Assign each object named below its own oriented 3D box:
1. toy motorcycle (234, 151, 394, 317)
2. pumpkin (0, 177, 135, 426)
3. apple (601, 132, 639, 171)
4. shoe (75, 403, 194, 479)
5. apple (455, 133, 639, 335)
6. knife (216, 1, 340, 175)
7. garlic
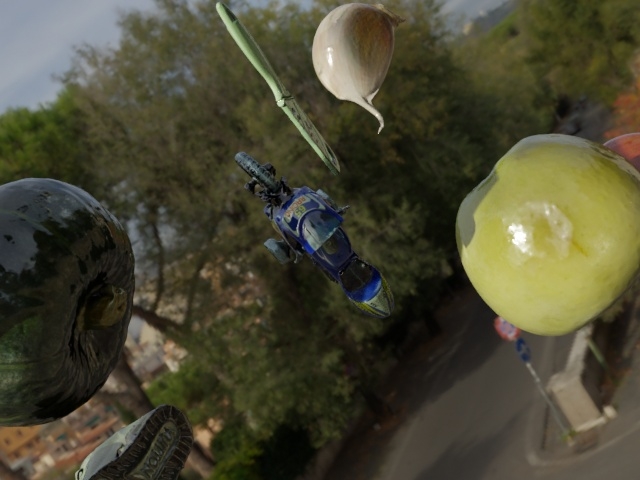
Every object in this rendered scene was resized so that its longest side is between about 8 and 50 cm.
[{"bbox_3d":[0.000,0.000,1.196,0.113,0.315,0.169,-46,42,-5],"label":"toy motorcycle"},{"bbox_3d":[-0.331,0.078,1.053,0.300,0.207,0.300,13,-90,-82],"label":"pumpkin"},{"bbox_3d":[0.603,-0.093,1.664,0.234,0.234,0.234,-33,4,3],"label":"apple"},{"bbox_3d":[-0.283,0.345,1.193,0.149,0.109,0.293,-35,10,31],"label":"shoe"},{"bbox_3d":[0.355,-0.030,1.308,0.295,0.258,0.233,-45,-7,-41],"label":"apple"},{"bbox_3d":[-0.054,-0.201,1.220,0.020,0.293,0.043,-25,30,23],"label":"knife"},{"bbox_3d":[0.054,-0.324,1.637,0.148,0.266,0.128,1,-17,23],"label":"garlic"}]
